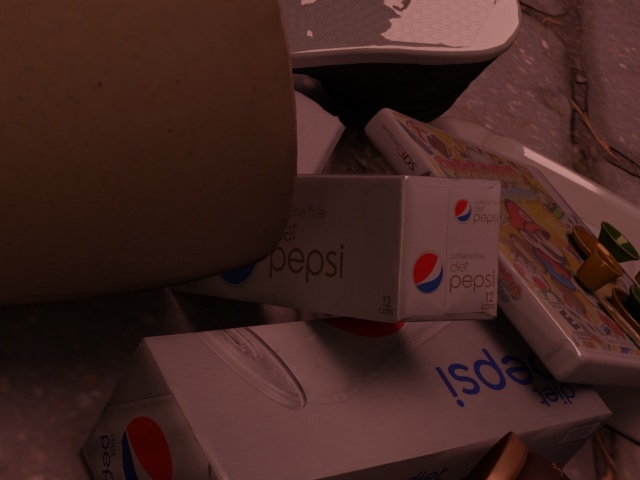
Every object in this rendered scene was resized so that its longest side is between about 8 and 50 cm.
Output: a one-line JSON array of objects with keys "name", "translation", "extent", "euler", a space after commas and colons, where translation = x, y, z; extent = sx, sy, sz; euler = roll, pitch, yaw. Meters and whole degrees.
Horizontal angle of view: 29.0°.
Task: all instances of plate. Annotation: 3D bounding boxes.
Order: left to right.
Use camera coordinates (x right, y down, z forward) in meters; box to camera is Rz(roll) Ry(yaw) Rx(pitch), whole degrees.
[{"name": "plate", "translation": [0.198, 0.021, 0.954], "extent": [0.277, 0.045, 0.278], "euler": [29, 35, -7]}]

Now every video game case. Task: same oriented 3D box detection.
[{"name": "video game case", "translation": [0.148, 0.011, 0.810], "extent": [0.227, 0.026, 0.206], "euler": [12, 37, -54]}]

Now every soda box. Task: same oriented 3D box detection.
[{"name": "soda box", "translation": [0.000, 0.000, 0.685], "extent": [0.069, 0.074, 0.216], "euler": [1, 2, -38]}, {"name": "soda box", "translation": [0.024, 0.102, 0.672], "extent": [0.286, 0.091, 0.098], "euler": [-3, 48, -41]}]

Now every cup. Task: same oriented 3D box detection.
[{"name": "cup", "translation": [-0.193, -0.100, 0.594], "extent": [0.237, 0.331, 0.331], "euler": [-23, 60, -23]}]

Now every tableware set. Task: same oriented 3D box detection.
[{"name": "tableware set", "translation": [0.207, 0.023, 0.826], "extent": [0.104, 0.024, 0.154], "euler": [49, 21, 16]}]

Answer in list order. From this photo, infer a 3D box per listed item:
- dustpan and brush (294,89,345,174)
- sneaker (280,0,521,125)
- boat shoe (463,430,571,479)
[{"name": "dustpan and brush", "translation": [-0.102, -0.086, 0.846], "extent": [0.211, 0.060, 0.147], "euler": [36, 44, -8]}, {"name": "sneaker", "translation": [-0.007, -0.146, 0.947], "extent": [0.295, 0.147, 0.105], "euler": [4, 69, -5]}, {"name": "boat shoe", "translation": [0.062, 0.183, 0.580], "extent": [0.073, 0.073, 0.207], "euler": [43, 62, 3]}]
